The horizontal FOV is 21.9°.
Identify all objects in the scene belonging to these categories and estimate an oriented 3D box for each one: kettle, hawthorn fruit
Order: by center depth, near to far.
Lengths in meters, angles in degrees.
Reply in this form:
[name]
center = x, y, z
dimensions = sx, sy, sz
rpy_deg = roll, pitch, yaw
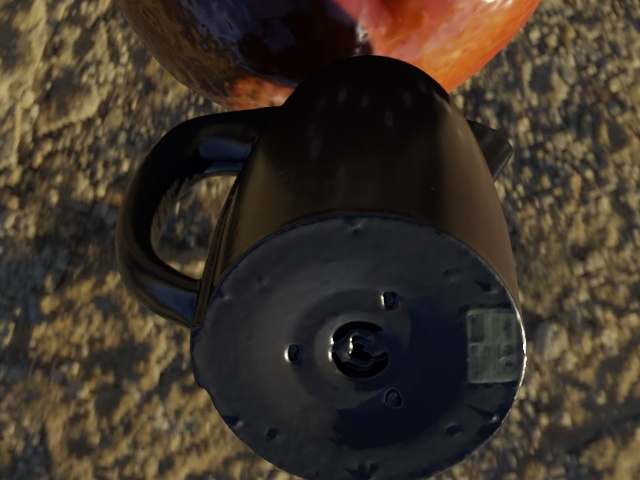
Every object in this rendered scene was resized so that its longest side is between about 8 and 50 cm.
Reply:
[kettle]
center = 0.000, 0.000, 0.821
dimensions = 0.202, 0.232, 0.144
rpy_deg = -6, 118, 6
[hawthorn fruit]
center = 0.011, -0.199, 1.011
dimensions = 0.295, 0.295, 0.311
rpy_deg = -37, 154, 14
